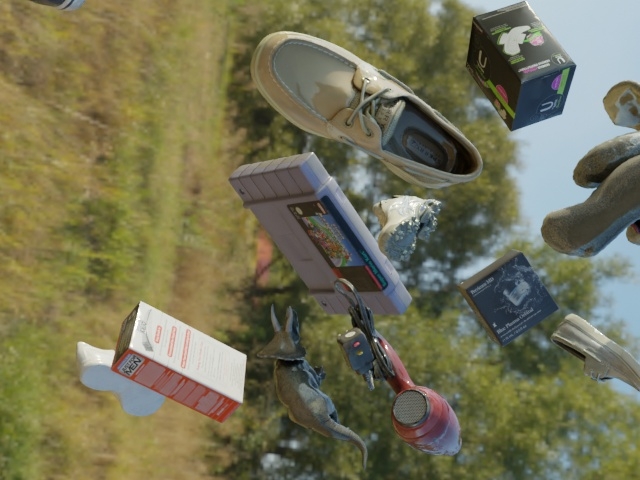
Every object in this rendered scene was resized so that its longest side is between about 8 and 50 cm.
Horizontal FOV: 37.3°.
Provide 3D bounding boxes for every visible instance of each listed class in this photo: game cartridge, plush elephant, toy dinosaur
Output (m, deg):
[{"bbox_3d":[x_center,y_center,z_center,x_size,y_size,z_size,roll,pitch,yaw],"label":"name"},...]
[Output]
[{"bbox_3d":[0.000,0.000,1.760,0.068,0.355,0.230,-48,-154,-27],"label":"game cartridge"},{"bbox_3d":[0.454,-0.068,1.190,0.330,0.272,0.255,-61,175,11],"label":"plush elephant"},{"bbox_3d":[-0.028,0.280,1.682,0.313,0.121,0.160,65,9,30],"label":"toy dinosaur"}]

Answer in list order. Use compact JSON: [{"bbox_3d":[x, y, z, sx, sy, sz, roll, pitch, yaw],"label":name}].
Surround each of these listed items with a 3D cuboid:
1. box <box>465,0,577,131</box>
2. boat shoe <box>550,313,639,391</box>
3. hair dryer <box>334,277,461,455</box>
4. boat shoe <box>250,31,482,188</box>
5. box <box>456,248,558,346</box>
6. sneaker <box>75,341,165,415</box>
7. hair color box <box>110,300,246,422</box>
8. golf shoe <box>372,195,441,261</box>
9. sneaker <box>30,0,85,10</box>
[{"bbox_3d":[0.164,-0.145,0.787,0.062,0.052,0.083,87,-20,-56],"label":"box"},{"bbox_3d":[0.529,0.229,1.792,0.227,0.081,0.079,42,-4,45],"label":"boat shoe"},{"bbox_3d":[0.119,0.188,1.298,0.293,0.080,0.223,58,12,-16],"label":"hair dryer"},{"bbox_3d":[0.061,-0.152,1.110,0.109,0.302,0.098,-63,-156,-7],"label":"boat shoe"},{"bbox_3d":[0.418,0.127,2.125,0.158,0.156,0.093,56,-1,-5],"label":"box"},{"bbox_3d":[-0.365,0.245,1.728,0.212,0.080,0.094,48,3,-46],"label":"sneaker"},{"bbox_3d":[-0.182,0.159,1.235,0.053,0.167,0.093,-47,-156,28],"label":"hair color box"},{"bbox_3d":[0.105,-0.022,1.360,0.176,0.086,0.069,-31,138,-60],"label":"golf shoe"},{"bbox_3d":[-0.305,-0.419,1.174,0.321,0.127,0.126,-48,-122,33],"label":"sneaker"}]
